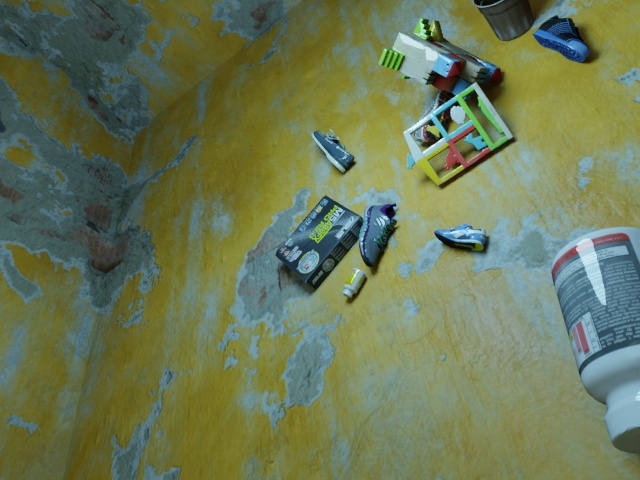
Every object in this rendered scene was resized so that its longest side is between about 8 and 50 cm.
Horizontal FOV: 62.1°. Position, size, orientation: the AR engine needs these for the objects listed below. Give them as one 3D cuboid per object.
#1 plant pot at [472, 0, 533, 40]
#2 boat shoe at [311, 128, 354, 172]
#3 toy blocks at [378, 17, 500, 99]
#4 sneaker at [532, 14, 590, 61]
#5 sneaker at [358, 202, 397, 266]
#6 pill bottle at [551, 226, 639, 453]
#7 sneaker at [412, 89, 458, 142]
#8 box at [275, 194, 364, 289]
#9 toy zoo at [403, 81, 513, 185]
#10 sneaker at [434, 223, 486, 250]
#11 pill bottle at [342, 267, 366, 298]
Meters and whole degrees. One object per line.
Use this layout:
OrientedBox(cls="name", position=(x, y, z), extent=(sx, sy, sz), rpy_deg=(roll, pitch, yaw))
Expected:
OrientedBox(cls="plant pot", position=(0.603, -0.753, 1.724), extent=(0.167, 0.165, 0.167), rpy_deg=(-24, 44, 25))
OrientedBox(cls="boat shoe", position=(0.044, -0.344, 1.949), extent=(0.079, 0.095, 0.254), rpy_deg=(-43, 41, 8))
OrientedBox(cls="toy blocks", position=(0.388, -0.529, 1.623), extent=(0.261, 0.381, 0.191), rpy_deg=(37, 123, 21))
OrientedBox(cls="sneaker", position=(0.721, -0.600, 1.554), extent=(0.090, 0.081, 0.232), rpy_deg=(-45, 37, 15))
OrientedBox(cls="sneaker", position=(0.175, -0.026, 1.578), extent=(0.098, 0.083, 0.223), rpy_deg=(-14, 49, 28))
OrientedBox(cls="pill bottle", position=(0.561, 0.173, 0.954), extent=(0.210, 0.210, 0.363), rpy_deg=(-22, 45, 28))
OrientedBox(cls="sneaker", position=(0.366, -0.408, 1.716), extent=(0.225, 0.088, 0.093), rpy_deg=(-55, 24, -22))
OrientedBox(cls="box", position=(0.000, 0.000, 1.730), extent=(0.270, 0.060, 0.216), rpy_deg=(-50, 39, -2))
OrientedBox(cls="toy zoo", position=(0.380, -0.295, 1.555), extent=(0.293, 0.030, 0.192), rpy_deg=(-34, 85, 17))
OrientedBox(cls="sneaker", position=(0.372, -0.013, 1.409), extent=(0.144, 0.053, 0.059), rpy_deg=(14, 68, 38))
OrientedBox(cls="pill bottle", position=(0.096, 0.126, 1.550), extent=(0.043, 0.043, 0.083), rpy_deg=(15, 68, 48))
